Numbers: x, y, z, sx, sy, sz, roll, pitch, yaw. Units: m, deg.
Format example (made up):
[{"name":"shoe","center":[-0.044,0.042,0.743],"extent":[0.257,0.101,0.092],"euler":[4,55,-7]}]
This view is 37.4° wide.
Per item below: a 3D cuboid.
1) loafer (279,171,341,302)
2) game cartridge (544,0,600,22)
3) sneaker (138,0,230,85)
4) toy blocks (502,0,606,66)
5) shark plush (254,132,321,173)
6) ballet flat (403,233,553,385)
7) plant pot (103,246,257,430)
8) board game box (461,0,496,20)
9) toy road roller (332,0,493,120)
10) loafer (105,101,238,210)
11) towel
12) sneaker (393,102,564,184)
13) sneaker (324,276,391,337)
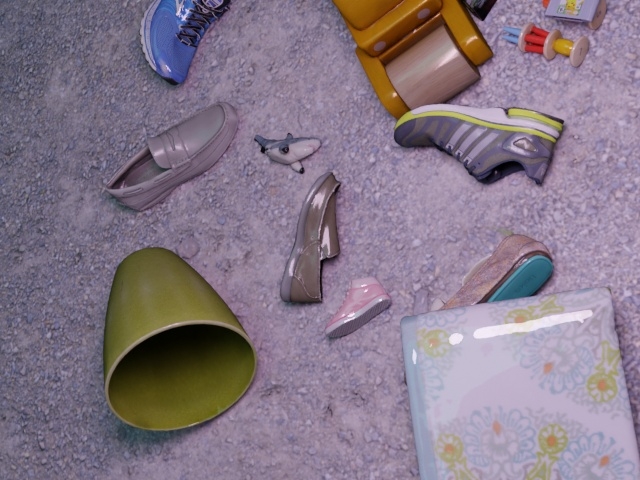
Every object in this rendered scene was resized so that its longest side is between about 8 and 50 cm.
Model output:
[{"name":"loafer","center":[0.000,0.000,1.726],"extent":[0.088,0.094,0.251],"euler":[17,95,9]},{"name":"game cartridge","center":[0.414,-0.388,1.551],"extent":[0.083,0.017,0.056],"euler":[17,80,35]},{"name":"sneaker","center":[-0.279,-0.489,2.004],"extent":[0.147,0.130,0.329],"euler":[2,77,34]},{"name":"toy blocks","center":[0.391,-0.369,1.603],"extent":[0.148,0.054,0.123],"euler":[26,91,34]},{"name":"shark plush","center":[-0.068,-0.181,1.849],"extent":[0.161,0.073,0.067],"euler":[11,61,54]},{"name":"ballet flat","center":[0.244,0.112,1.541],"extent":[0.316,0.107,0.106],"euler":[-44,38,8]},{"name":"plant pot","center":[-0.290,0.152,1.768],"extent":[0.275,0.275,0.293],"euler":[-43,43,14]},{"name":"board game box","center":[0.322,-0.523,1.641],"extent":[0.030,0.136,0.259],"euler":[38,96,37]},{"name":"toy road roller","center":[0.127,-0.399,1.660],"extent":[0.203,0.241,0.329],"euler":[-34,61,19]},{"name":"loafer","center":[-0.304,-0.175,1.937],"extent":[0.319,0.111,0.112],"euler":[-39,60,17]},{"name":"towel","center":[0.296,0.274,1.398],"extent":[0.321,0.090,0.374],"euler":[-9,81,13]},{"name":"sneaker","center":[0.254,-0.161,1.598],"extent":[0.300,0.111,0.121],"euler":[6,84,35]},{"name":"sneaker","center":[0.057,0.114,1.671],"extent":[0.134,0.051,0.070],"euler":[-35,59,15]}]
